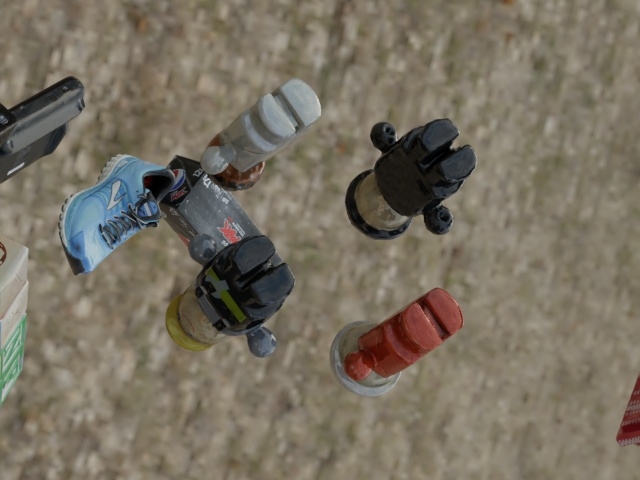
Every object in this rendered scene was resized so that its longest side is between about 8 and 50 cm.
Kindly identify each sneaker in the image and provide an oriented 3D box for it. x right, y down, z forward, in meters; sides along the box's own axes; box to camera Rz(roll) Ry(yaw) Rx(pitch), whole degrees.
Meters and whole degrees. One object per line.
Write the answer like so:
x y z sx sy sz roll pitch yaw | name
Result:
-0.189 -0.028 1.657 0.162 0.073 0.063 -59 143 -43 | sneaker

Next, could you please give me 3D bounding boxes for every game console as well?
-0.344 -0.070 1.752 0.213 0.044 0.361 -49 178 28 | game console

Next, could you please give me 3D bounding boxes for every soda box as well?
-0.107 -0.012 1.792 0.060 0.053 0.169 -54 137 -17 | soda box

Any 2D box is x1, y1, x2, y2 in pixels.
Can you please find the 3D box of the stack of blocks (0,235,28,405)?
-0.301 0.134 1.333 0.297 0.087 0.171 104 10 -52 | stack of blocks

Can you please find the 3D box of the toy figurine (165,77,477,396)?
0.000 0.000 1.316 0.148 0.209 0.213 142 -43 -60 | toy figurine

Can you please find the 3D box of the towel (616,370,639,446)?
0.322 0.026 1.330 0.275 0.031 0.199 -66 -169 -21 | towel
